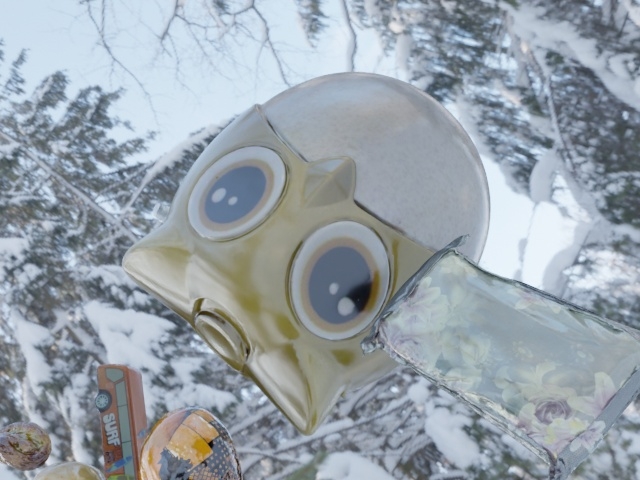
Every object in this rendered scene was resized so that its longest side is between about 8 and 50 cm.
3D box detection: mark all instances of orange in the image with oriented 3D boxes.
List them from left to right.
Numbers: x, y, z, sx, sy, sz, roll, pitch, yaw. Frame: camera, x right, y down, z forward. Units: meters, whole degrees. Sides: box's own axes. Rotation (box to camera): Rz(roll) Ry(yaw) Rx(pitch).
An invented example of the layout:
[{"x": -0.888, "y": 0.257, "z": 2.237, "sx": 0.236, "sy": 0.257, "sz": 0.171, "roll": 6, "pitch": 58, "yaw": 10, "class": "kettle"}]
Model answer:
[{"x": -0.248, "y": 0.430, "z": 1.230, "sx": 0.182, "sy": 0.234, "sz": 0.234, "roll": -1, "pitch": -63, "yaw": -23, "class": "orange"}]

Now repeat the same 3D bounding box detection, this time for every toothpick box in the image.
[{"x": 0.000, "y": 0.000, "z": 0.890, "sx": 0.425, "sy": 0.409, "sz": 0.409, "roll": -45, "pitch": -38, "yaw": -28, "class": "toothpick box"}]

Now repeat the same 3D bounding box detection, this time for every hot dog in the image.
[{"x": -0.589, "y": 0.394, "z": 1.241, "sx": 0.099, "sy": 0.147, "sz": 0.065, "roll": -27, "pitch": -59, "yaw": -59, "class": "hot dog"}]

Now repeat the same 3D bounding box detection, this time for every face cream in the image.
[{"x": -0.215, "y": -0.024, "z": 1.046, "sx": 0.130, "sy": 0.034, "sz": 0.034, "roll": 32, "pitch": -93, "yaw": -41, "class": "face cream"}]

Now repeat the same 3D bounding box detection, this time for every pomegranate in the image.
[{"x": -0.558, "y": 0.594, "z": 1.456, "sx": 0.196, "sy": 0.196, "sz": 0.196, "roll": -30, "pitch": -46, "yaw": -36, "class": "pomegranate"}]

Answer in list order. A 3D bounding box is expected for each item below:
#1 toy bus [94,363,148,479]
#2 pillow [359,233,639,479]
[{"x": -0.434, "y": 0.475, "z": 1.438, "sx": 0.092, "sy": 0.409, "sz": 0.093, "roll": -14, "pitch": -20, "yaw": 4, "class": "toy bus"}, {"x": 0.165, "y": 0.101, "z": 0.598, "sx": 0.169, "sy": 0.255, "sz": 0.059, "roll": -45, "pitch": -47, "yaw": -14, "class": "pillow"}]
